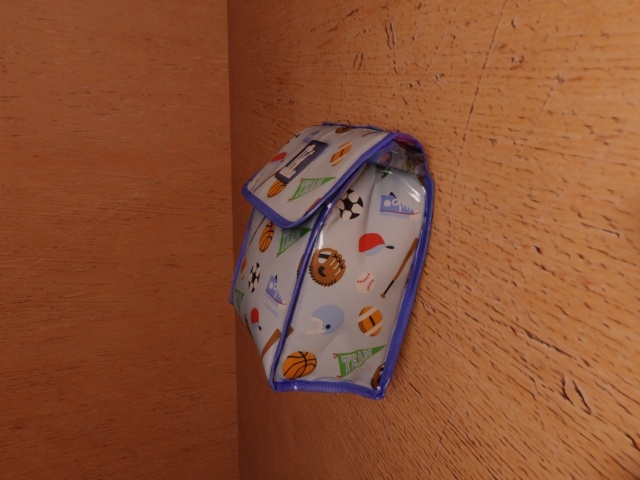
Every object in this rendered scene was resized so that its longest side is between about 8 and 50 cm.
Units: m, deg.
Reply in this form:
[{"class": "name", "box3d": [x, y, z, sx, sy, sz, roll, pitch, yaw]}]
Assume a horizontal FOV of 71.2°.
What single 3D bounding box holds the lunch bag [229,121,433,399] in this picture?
[{"class": "lunch bag", "box3d": [0.000, 0.000, 0.734, 0.328, 0.239, 0.385, 37, 112, 62]}]
